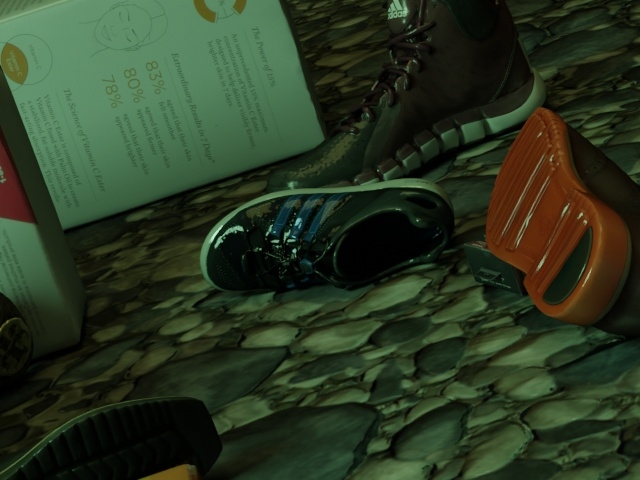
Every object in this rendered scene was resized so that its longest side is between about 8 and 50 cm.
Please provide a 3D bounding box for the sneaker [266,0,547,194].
[{"bbox_3d":[0.056,-0.142,1.686,0.281,0.163,0.106,-26,19,-24],"label":"sneaker"}]

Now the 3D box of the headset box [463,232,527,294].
[{"bbox_3d":[0.146,0.007,1.358,0.083,0.032,0.062,-27,19,-22],"label":"headset box"}]

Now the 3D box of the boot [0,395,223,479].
[{"bbox_3d":[-0.170,0.142,1.213,0.198,0.077,0.137,-22,12,-14],"label":"boot"}]

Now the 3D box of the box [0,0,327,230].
[{"bbox_3d":[-0.189,-0.157,1.900,0.345,0.215,0.168,-17,17,2],"label":"box"}]

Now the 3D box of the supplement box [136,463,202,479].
[{"bbox_3d":[-0.161,0.199,1.017,0.233,0.080,0.078,-18,16,-2],"label":"supplement box"}]

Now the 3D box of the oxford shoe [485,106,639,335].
[{"bbox_3d":[0.177,-0.006,1.272,0.098,0.097,0.271,21,22,-15],"label":"oxford shoe"}]

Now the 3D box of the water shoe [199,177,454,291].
[{"bbox_3d":[0.000,0.000,1.464,0.203,0.073,0.080,-16,20,12],"label":"water shoe"}]

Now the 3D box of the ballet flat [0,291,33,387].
[{"bbox_3d":[-0.293,0.037,1.415,0.058,0.250,0.084,0,58,42],"label":"ballet flat"}]

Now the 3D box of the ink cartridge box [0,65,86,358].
[{"bbox_3d":[-0.366,0.012,1.549,0.306,0.226,0.131,-17,17,3],"label":"ink cartridge box"}]
